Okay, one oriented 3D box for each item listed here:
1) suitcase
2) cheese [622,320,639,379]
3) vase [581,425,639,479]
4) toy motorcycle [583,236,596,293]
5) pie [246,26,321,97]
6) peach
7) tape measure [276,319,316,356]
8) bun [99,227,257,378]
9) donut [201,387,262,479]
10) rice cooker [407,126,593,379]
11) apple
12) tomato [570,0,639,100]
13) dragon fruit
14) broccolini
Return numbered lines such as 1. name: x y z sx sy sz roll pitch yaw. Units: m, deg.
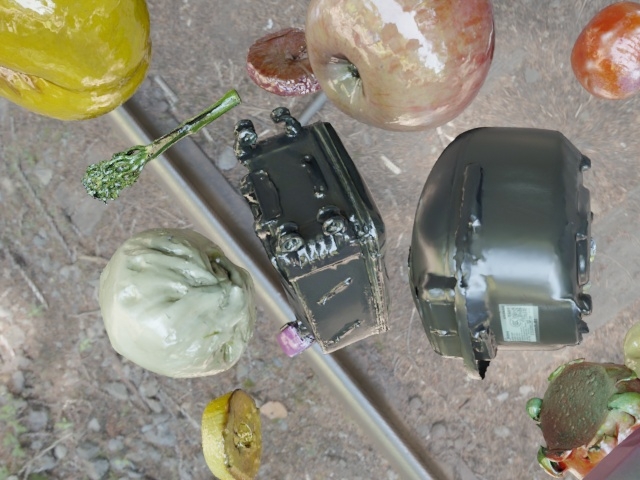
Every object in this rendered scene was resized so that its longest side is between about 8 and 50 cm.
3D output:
1. suitcase: 0.000 0.000 0.997 0.194 0.434 0.283 -21 57 -5
2. cheese: 0.785 0.292 1.202 0.383 0.384 0.104 -33 120 24
3. vase: 0.222 0.121 0.331 0.214 0.086 0.086 -38 80 -21
4. toy motorcycle: 0.332 0.072 0.855 0.074 0.228 0.151 23 120 46
5. pie: -0.066 -0.413 1.343 0.218 0.204 0.054 40 153 24
6. peach: -0.183 -0.141 0.340 0.179 0.179 0.103 12 80 21
7. tape measure: -0.038 0.213 1.349 0.118 0.125 0.074 -43 75 40
8. bun: -0.268 0.106 1.178 0.234 0.362 0.326 -47 68 20
9. donut: -0.163 0.360 1.066 0.065 0.162 0.178 -8 133 13
10. rice cooker: 0.135 0.001 0.428 0.118 0.203 0.142 0 136 27
11. apple: 0.118 -0.324 0.949 0.269 0.345 0.345 -21 90 -14
12. tomato: 0.715 -0.456 1.403 0.188 0.232 0.232 24 108 -5
13. dragon fruit: 0.541 0.356 1.166 0.130 0.295 0.269 30 75 -8
14. broccolini: -0.196 -0.117 0.704 0.239 0.051 0.054 -29 46 20
